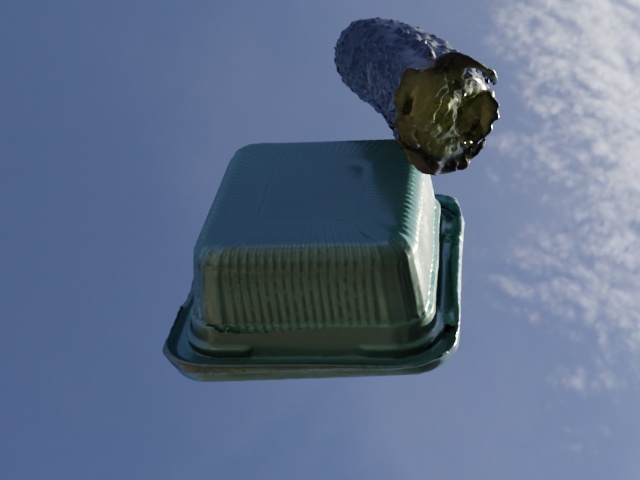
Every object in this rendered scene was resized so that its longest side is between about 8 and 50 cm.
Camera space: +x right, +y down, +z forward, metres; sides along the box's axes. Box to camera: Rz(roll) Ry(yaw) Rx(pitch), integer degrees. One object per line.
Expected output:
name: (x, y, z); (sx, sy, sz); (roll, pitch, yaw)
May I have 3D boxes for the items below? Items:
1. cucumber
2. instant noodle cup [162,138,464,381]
cucumber: (0.052, -0.096, 0.678); (0.067, 0.245, 0.067); (-2, -72, -5)
instant noodle cup: (0.000, 0.000, 0.648); (0.157, 0.179, 0.070); (-2, -60, 9)
